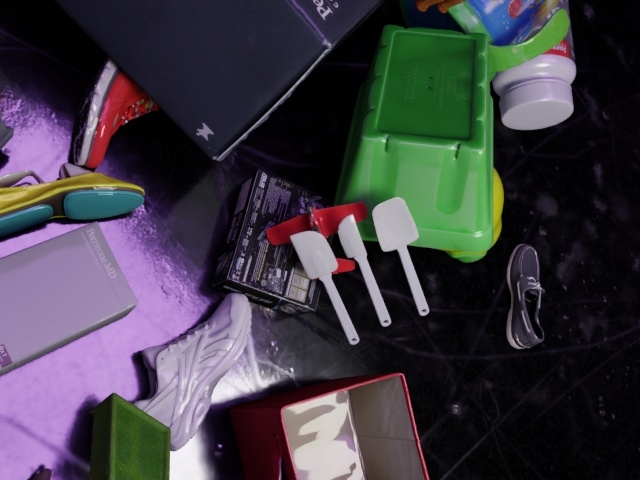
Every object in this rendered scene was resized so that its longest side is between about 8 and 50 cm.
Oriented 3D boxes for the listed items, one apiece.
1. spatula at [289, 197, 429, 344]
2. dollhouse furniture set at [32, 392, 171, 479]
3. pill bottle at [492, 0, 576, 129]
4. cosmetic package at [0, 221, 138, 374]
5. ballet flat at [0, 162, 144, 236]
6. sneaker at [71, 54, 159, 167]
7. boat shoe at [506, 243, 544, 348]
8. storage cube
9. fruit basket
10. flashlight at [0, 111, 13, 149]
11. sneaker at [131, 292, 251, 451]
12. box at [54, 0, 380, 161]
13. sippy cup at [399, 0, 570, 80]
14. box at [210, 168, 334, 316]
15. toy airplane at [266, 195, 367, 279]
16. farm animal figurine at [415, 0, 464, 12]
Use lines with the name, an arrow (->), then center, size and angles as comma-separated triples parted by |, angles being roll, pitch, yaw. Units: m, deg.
spatula -> 0.075, 0.054, 0.950 | 0.168, 0.019, 0.242 | -23, 126, 2
dollhouse furniture set -> -0.211, 0.370, 0.803 | 0.197, 0.151, 0.301 | -42, 118, 6
pill bottle -> 0.422, -0.380, 1.301 | 0.161, 0.161, 0.283 | 6, 74, -27
cosmetic package -> -0.362, 0.083, 0.797 | 0.238, 0.107, 0.127 | -29, 89, -28
ballet flat -> -0.354, -0.063, 0.859 | 0.231, 0.077, 0.077 | -15, 68, -28
sneaker -> -0.261, -0.216, 0.929 | 0.118, 0.107, 0.279 | 30, 65, -24
boat shoe -> 0.397, 0.100, 1.219 | 0.075, 0.065, 0.206 | 18, 69, -23
storage cube -> 0.008, 0.294, 0.888 | 0.215, 0.193, 0.183 | -8, 81, -30
fruit basket -> 0.177, -0.113, 1.070 | 0.283, 0.392, 0.392 | 7, 71, 7
flashlight -> -0.505, -0.053, 0.764 | 0.103, 0.103, 0.304 | 42, 66, -18
sneaker -> -0.179, 0.159, 0.885 | 0.115, 0.090, 0.232 | 34, 63, -13
box -> -0.127, -0.458, 0.898 | 0.480, 0.297, 0.471 | 45, 49, -11
sippy cup -> 0.299, -0.427, 1.163 | 0.224, 0.240, 0.305 | -39, 81, -1
box -> -0.066, 0.006, 0.987 | 0.147, 0.077, 0.180 | 22, 68, -23
toy airplane -> 0.000, 0.000, 0.929 | 0.151, 0.151, 0.028 | 27, 30, -20
farm animal figurine -> 0.131, -0.474, 0.792 | 0.327, 0.172, 0.330 | 16, 59, -33
